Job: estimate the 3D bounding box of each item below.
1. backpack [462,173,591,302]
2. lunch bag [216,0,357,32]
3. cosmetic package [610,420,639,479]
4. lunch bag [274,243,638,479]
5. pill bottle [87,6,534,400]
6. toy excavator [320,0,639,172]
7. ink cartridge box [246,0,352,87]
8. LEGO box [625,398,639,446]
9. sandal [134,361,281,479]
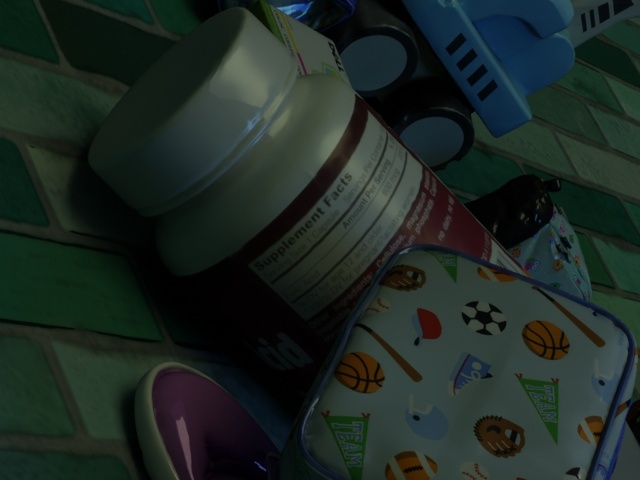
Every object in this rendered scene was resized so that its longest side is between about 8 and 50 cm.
[{"bbox_3d":[0.230,0.030,2.263,0.182,0.152,0.115,55,25,-31],"label":"backpack"},{"bbox_3d":[-0.032,-0.272,2.133,0.129,0.151,0.096,-78,168,-58],"label":"lunch bag"},{"bbox_3d":[0.203,0.227,1.802,0.238,0.127,0.107,11,47,-55],"label":"cosmetic package"},{"bbox_3d":[0.111,0.148,1.507,0.243,0.115,0.303,23,43,6],"label":"lunch bag"},{"bbox_3d":[0.000,0.000,1.735,0.392,0.224,0.224,45,24,-19],"label":"pill bottle"},{"bbox_3d":[0.256,-0.260,2.316,0.433,0.445,0.222,49,20,-42],"label":"toy excavator"},{"bbox_3d":[0.007,-0.114,2.071,0.255,0.097,0.189,24,37,-48],"label":"ink cartridge box"},{"bbox_3d":[0.631,0.323,2.295,0.500,0.372,0.193,49,24,-10],"label":"LEGO box"},{"bbox_3d":[0.004,0.258,1.534,0.416,0.102,0.169,58,23,11],"label":"sandal"}]
